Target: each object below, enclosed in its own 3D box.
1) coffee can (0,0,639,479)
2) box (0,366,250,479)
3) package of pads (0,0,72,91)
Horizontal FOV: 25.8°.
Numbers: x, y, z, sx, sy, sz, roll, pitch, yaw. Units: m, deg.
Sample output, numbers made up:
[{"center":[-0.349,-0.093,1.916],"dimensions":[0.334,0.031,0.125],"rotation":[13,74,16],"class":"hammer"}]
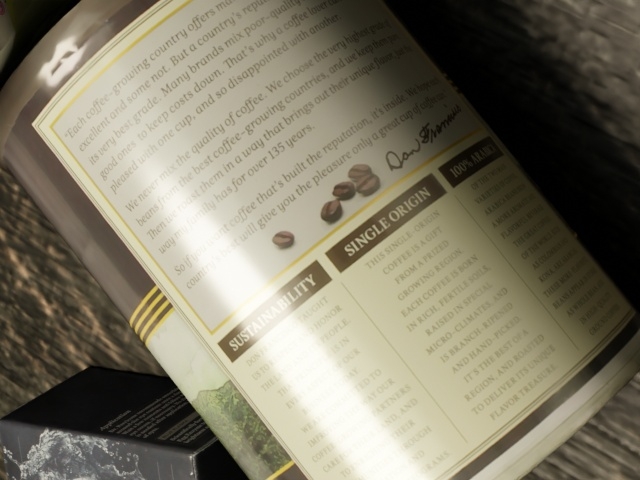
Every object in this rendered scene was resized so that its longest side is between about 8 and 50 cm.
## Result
[{"center":[0.000,0.000,0.680],"dimensions":[0.275,0.201,0.201],"rotation":[52,126,5],"class":"coffee can"},{"center":[-0.105,0.175,0.880],"dimensions":[0.158,0.093,0.156],"rotation":[4,110,32],"class":"box"},{"center":[-0.206,-0.092,0.721],"dimensions":[0.101,0.296,0.229],"rotation":[30,125,-10],"class":"package of pads"}]
